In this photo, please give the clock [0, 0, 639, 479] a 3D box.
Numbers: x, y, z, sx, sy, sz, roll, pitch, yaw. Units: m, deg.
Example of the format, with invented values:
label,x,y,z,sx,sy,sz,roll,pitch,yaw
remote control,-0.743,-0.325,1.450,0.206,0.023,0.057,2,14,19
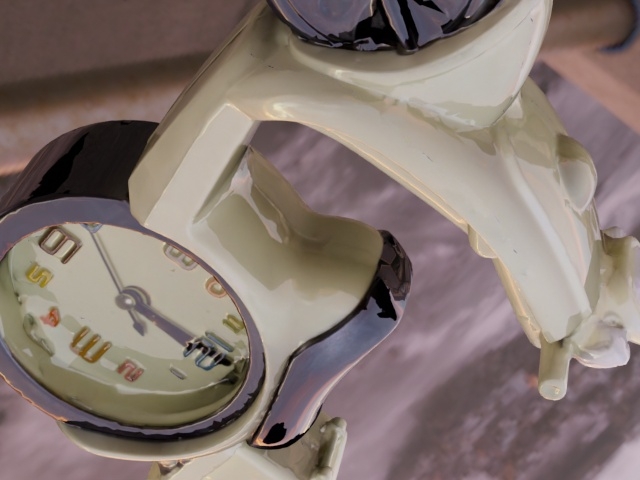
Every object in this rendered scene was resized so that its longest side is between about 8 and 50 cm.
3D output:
label,x,y,z,sx,sy,sz,roll,pitch,yaw
clock,0.000,0.000,0.603,0.379,0.276,0.120,-37,-159,37
